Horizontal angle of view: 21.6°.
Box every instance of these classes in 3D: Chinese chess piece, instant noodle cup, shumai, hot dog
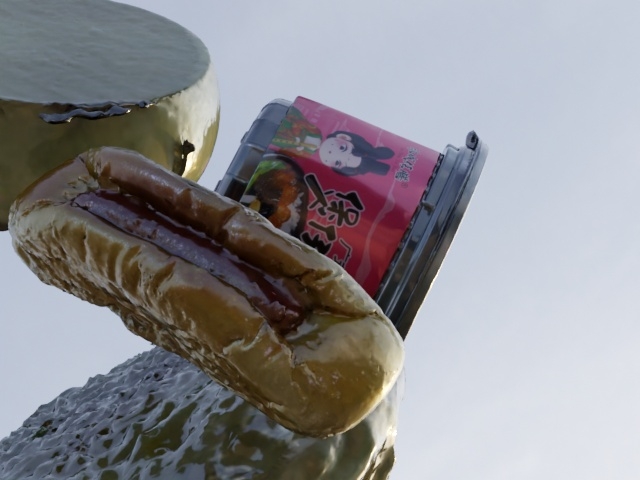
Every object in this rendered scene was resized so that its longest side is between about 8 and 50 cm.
[{"bbox_3d":[-0.179,-0.086,1.077,0.237,0.238,0.092,1,-64,-17],"label":"Chinese chess piece"},{"bbox_3d":[0.000,0.000,1.351,0.181,0.302,0.258,26,-59,1],"label":"instant noodle cup"},{"bbox_3d":[-0.058,0.236,1.142,0.324,0.397,0.323,-32,-78,-25],"label":"shumai"},{"bbox_3d":[-0.066,0.016,0.884,0.084,0.242,0.073,-46,-30,-26],"label":"hot dog"}]
